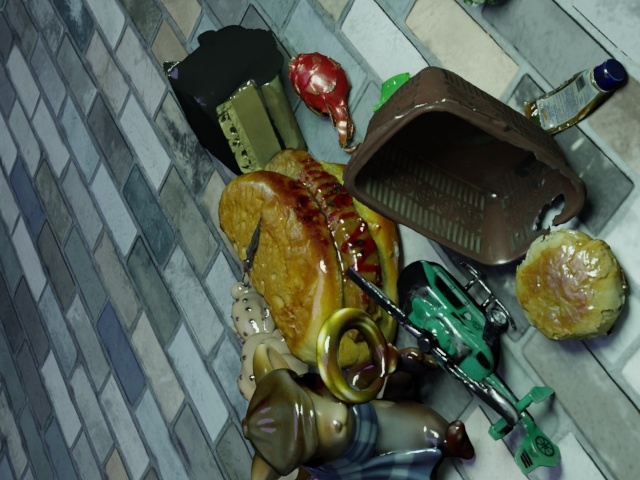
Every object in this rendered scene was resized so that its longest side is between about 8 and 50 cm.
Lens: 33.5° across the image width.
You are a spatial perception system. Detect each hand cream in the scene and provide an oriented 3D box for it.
[{"bbox_3d":[0.335,-0.190,1.415,0.163,0.039,0.062,-32,65,52],"label":"hand cream"}]

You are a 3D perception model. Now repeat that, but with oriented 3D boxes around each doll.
[{"bbox_3d":[-0.096,0.168,1.879,0.154,0.119,0.278,-45,45,39],"label":"doll"},{"bbox_3d":[0.060,0.262,1.506,0.209,0.340,0.317,8,84,59],"label":"doll"}]

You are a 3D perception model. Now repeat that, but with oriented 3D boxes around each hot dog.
[{"bbox_3d":[-0.002,0.000,1.703,0.405,0.185,0.223,58,131,36],"label":"hot dog"}]

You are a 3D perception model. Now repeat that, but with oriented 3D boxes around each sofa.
[{"bbox_3d":[-0.133,-0.250,1.908,0.258,0.182,0.200,40,158,46],"label":"sofa"}]

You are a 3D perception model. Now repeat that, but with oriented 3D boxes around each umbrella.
[{"bbox_3d":[-0.110,0.017,1.681,0.022,0.013,0.122,28,113,37],"label":"umbrella"}]

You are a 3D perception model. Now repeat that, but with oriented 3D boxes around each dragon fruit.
[{"bbox_3d":[0.019,-0.238,1.791,0.094,0.094,0.190,-38,84,44],"label":"dragon fruit"}]

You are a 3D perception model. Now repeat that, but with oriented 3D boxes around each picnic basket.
[{"bbox_3d":[0.189,-0.109,1.400,0.222,0.297,0.129,-43,31,40],"label":"picnic basket"}]

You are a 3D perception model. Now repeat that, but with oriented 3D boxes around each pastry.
[{"bbox_3d":[0.322,0.060,1.369,0.153,0.081,0.153,-2,87,52],"label":"pastry"}]

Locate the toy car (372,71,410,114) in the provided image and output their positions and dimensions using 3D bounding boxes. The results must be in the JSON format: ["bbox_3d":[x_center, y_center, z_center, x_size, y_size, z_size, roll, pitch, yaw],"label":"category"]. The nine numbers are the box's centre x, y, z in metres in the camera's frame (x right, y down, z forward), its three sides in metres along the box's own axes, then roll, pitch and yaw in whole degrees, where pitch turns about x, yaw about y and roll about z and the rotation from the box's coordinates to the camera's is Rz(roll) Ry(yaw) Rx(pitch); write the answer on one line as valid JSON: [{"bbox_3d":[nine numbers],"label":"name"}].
[{"bbox_3d":[0.121,-0.180,1.657,0.071,0.062,0.165,-17,74,50],"label":"toy car"}]

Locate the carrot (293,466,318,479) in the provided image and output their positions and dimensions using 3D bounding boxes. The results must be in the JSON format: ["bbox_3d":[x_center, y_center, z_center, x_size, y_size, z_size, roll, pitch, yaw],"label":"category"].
[{"bbox_3d":[0.024,0.378,1.690,0.139,0.139,0.301,7,83,52],"label":"carrot"}]

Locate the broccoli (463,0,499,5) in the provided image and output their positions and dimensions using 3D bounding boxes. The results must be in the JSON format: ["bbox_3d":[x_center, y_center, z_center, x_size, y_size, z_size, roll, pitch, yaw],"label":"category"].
[{"bbox_3d":[0.194,-0.489,1.490,0.245,0.288,0.248,-38,19,26],"label":"broccoli"}]

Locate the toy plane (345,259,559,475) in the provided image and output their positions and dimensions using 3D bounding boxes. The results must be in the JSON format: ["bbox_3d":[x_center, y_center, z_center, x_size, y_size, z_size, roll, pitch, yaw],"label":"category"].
[{"bbox_3d":[0.202,0.154,1.466,0.381,0.155,0.106,52,127,19],"label":"toy plane"}]
